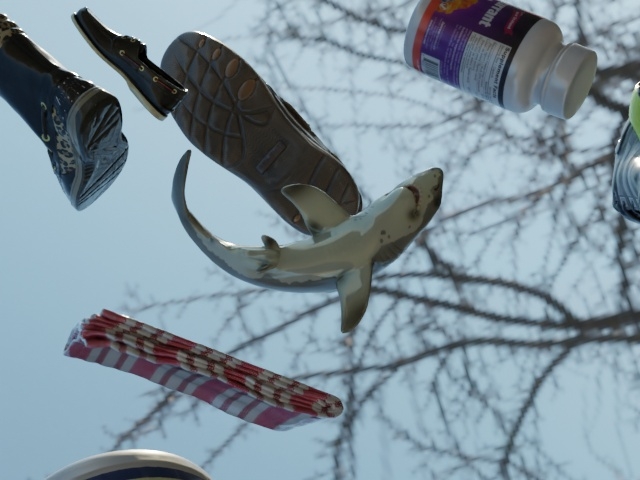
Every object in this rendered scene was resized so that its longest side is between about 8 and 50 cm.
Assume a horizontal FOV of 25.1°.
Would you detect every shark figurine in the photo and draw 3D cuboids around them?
[{"bbox_3d":[-0.025,0.015,1.338,0.116,0.278,0.166,51,-136,-65],"label":"shark figurine"}]

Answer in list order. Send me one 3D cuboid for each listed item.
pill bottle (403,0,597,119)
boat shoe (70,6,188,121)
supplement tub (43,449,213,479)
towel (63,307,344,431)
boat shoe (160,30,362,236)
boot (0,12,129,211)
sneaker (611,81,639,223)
[{"bbox_3d":[0.198,-0.204,1.568,0.108,0.193,0.108,-48,-27,-34],"label":"pill bottle"},{"bbox_3d":[-0.181,-0.174,1.361,0.133,0.042,0.049,46,-168,-1],"label":"boat shoe"},{"bbox_3d":[-0.155,0.379,1.310,0.235,0.235,0.325,32,-161,-42],"label":"supplement tub"},{"bbox_3d":[-0.092,0.104,1.066,0.197,0.144,0.029,22,-105,-10],"label":"towel"},{"bbox_3d":[-0.082,-0.135,1.948,0.355,0.132,0.130,49,-173,12],"label":"boat shoe"},{"bbox_3d":[-0.310,-0.145,1.637,0.178,0.236,0.085,39,-114,11],"label":"boot"},{"bbox_3d":[0.365,-0.054,1.504,0.111,0.121,0.300,18,-150,-1],"label":"sneaker"}]
